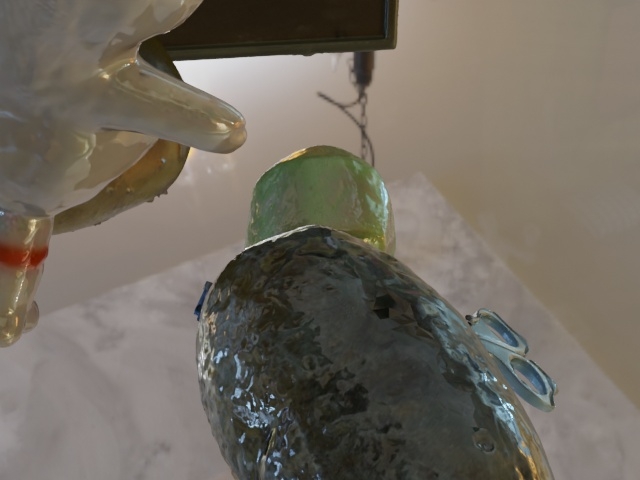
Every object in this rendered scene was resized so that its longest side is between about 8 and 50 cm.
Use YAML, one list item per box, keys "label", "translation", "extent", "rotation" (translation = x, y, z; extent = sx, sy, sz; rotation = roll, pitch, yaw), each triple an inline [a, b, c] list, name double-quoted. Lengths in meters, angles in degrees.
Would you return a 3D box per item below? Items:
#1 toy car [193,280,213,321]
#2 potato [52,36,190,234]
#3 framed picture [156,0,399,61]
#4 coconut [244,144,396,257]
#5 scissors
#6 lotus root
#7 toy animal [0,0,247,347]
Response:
- label: "toy car"
  translation: [-0.092, 0.127, 1.285]
  extent: [0.191, 0.097, 0.100]
  rotation: [17, -103, 32]
- label: "potato"
  translation: [-0.254, -0.109, 0.903]
  extent: [0.173, 0.210, 0.307]
  rotation: [-20, -169, 45]
- label: "framed picture"
  translation: [-0.125, -0.355, 1.042]
  extent: [0.446, 0.326, 0.028]
  rotation: [-4, -144, -6]
- label: "coconut"
  translation: [0.000, 0.000, 1.694]
  extent: [0.281, 0.328, 0.328]
  rotation: [13, -138, -20]
- label: "scissors"
  translation: [0.200, 0.129, 1.277]
  extent: [0.029, 0.360, 0.191]
  rotation: [-46, -138, 21]
- label: "lotus root"
  translation: [0.035, 0.117, 0.563]
  extent: [0.175, 0.175, 0.349]
  rotation: [-25, -129, -20]
- label: "toy animal"
  translation: [-0.121, -0.082, 0.456]
  extent: [0.138, 0.282, 0.140]
  rotation: [-8, -132, -24]
